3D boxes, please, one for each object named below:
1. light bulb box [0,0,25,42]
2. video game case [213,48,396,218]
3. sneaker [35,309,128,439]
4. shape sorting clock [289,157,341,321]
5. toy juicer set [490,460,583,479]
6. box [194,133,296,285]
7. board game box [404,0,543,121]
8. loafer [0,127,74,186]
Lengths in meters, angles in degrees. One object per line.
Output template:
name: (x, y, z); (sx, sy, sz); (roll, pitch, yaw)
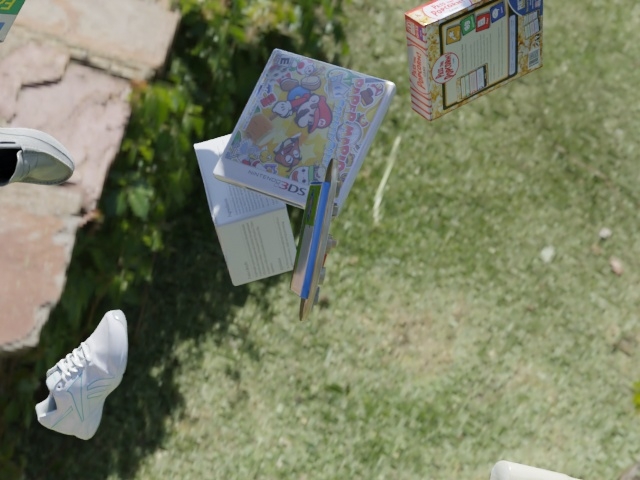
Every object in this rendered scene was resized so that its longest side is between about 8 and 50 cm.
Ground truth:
light bulb box: (-0.442, -0.483, 1.396); (0.225, 0.361, 0.358); (0, 57, -39)
video game case: (-0.024, -0.163, 1.804); (0.206, 0.026, 0.227); (19, 74, 20)
sneaker: (-0.231, 0.132, 1.181); (0.061, 0.152, 0.054); (15, 26, -27)
shape sorting clock: (0.000, 0.000, 1.503); (0.040, 0.206, 0.206); (11, 43, -8)
toy juicer set: (0.174, 0.315, 1.023); (0.209, 0.089, 0.329); (33, 46, -13)
box: (-0.120, -0.055, 1.991); (0.119, 0.181, 0.182); (-16, 55, -4)
board game box: (0.203, -0.258, 1.570); (0.193, 0.147, 0.045); (-27, 44, -21)
loafer: (-0.537, -0.135, 2.043); (0.319, 0.112, 0.111); (13, 44, -54)
